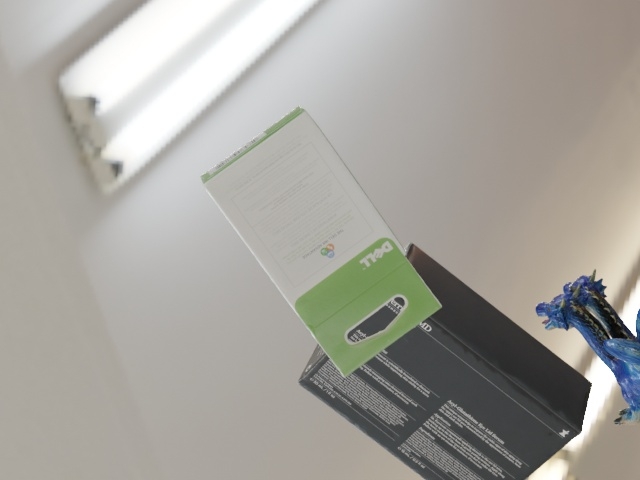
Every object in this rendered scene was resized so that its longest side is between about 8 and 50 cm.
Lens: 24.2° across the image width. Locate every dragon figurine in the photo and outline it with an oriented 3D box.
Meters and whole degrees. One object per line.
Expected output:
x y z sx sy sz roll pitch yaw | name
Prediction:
0.324 0.112 1.419 0.085 0.289 0.144 -39 -63 -20 | dragon figurine

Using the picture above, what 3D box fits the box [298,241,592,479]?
0.139 0.157 1.651 0.261 0.184 0.103 38 -144 -6 | box

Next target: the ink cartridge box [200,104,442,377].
0.000 0.000 1.289 0.109 0.062 0.209 -36 -79 -1 | ink cartridge box
